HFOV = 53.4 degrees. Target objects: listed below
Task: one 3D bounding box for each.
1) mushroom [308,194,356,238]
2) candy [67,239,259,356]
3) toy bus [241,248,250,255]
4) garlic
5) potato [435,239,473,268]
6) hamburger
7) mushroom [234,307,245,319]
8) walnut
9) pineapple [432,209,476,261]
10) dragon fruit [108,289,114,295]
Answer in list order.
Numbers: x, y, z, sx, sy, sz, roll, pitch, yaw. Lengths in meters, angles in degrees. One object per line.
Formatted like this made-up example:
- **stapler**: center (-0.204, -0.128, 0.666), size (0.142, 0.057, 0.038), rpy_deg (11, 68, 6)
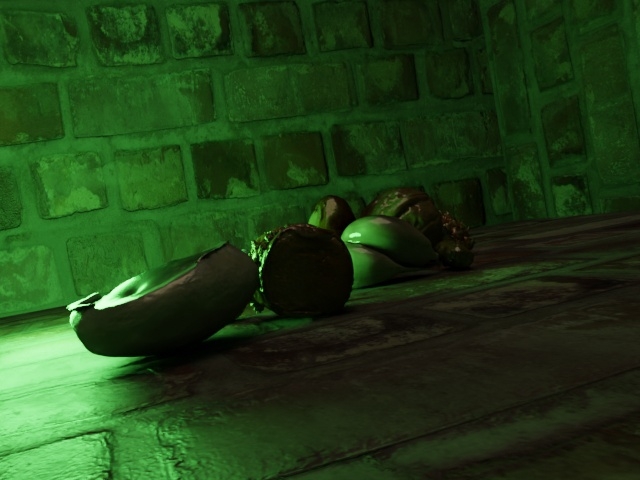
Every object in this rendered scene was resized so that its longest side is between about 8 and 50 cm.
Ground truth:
- **mushroom**: center (0.000, 0.000, 2.234), size (0.260, 0.345, 0.345), rpy_deg (10, -2, -11)
- **candy**: center (-0.322, 0.138, 1.326), size (0.386, 0.186, 0.427), rpy_deg (-18, 2, 12)
- **toy bus**: center (-0.330, 0.132, 2.238), size (0.256, 0.147, 0.128), rpy_deg (-10, 30, 16)
- **garlic**: center (0.188, 0.064, 1.931), size (0.340, 0.231, 0.245), rpy_deg (8, -38, 14)
- **potato**: center (0.415, 0.048, 1.976), size (0.105, 0.085, 0.188), rpy_deg (29, 0, -11)
- **hamburger**: center (-0.063, 0.075, 1.503), size (0.260, 0.245, 0.211), rpy_deg (-45, 16, -7)
- **mushroom**: center (-0.260, 0.157, 1.629), size (0.148, 0.112, 0.148), rpy_deg (-8, 10, 2)
- **walnut**: center (0.282, -0.046, 2.247), size (0.313, 0.252, 0.277), rpy_deg (-41, 22, -11)
- **pineapple**: center (0.456, -0.037, 2.479), size (0.344, 0.208, 0.286), rpy_deg (-10, 1, 43)
- **dragon fruit**: center (-0.508, 0.202, 1.731), size (0.175, 0.138, 0.142), rpy_deg (32, 9, -48)
